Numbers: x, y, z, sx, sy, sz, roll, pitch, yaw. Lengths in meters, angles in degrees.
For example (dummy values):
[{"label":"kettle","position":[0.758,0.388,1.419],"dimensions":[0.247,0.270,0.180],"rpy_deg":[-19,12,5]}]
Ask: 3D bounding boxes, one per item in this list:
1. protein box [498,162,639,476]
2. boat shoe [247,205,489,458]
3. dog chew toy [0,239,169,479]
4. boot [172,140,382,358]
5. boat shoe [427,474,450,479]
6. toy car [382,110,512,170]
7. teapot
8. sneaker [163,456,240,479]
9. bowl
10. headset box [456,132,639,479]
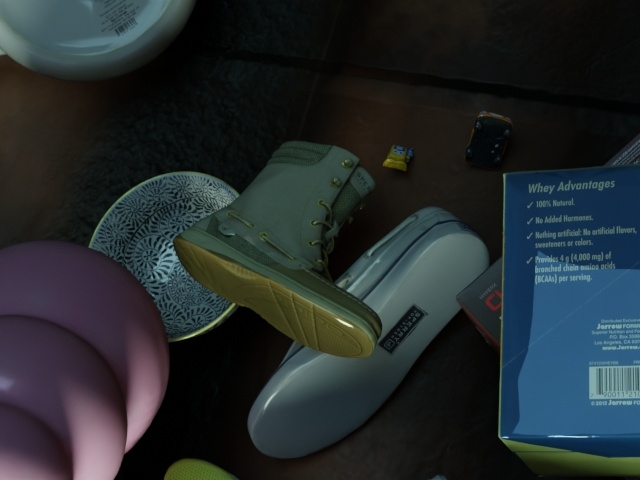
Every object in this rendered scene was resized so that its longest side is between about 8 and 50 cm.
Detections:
[{"label":"protein box","position":[0.241,0.060,1.055],"dimensions":[0.200,0.136,0.201],"rpy_deg":[-3,68,18]},{"label":"boat shoe","position":[0.031,0.076,1.276],"dimensions":[0.267,0.096,0.088],"rpy_deg":[-50,32,6]},{"label":"dog chew toy","position":[-0.236,0.136,1.143],"dimensions":[0.207,0.206,0.332],"rpy_deg":[-16,23,12]},{"label":"boot","position":[0.000,0.000,1.238],"dimensions":[0.213,0.077,0.165],"rpy_deg":[27,58,32]},{"label":"boat shoe","position":[0.173,0.325,1.118],"dimensions":[0.119,0.121,0.335],"rpy_deg":[-52,51,1]},{"label":"toy car","position":[0.119,-0.099,1.339],"dimensions":[0.122,0.060,0.040],"rpy_deg":[2,37,12]},{"label":"teapot","position":[-0.234,-0.278,1.469],"dimensions":[0.256,0.187,0.252],"rpy_deg":[12,91,-4]},{"label":"sneaker","position":[-0.079,0.266,1.226],"dimensions":[0.081,0.094,0.208],"rpy_deg":[-36,61,2]},{"label":"bowl","position":[-0.126,0.028,1.351],"dimensions":[0.170,0.080,0.170],"rpy_deg":[-7,66,16]},{"label":"headset box","position":[0.272,0.069,1.182],"dimensions":[0.218,0.110,0.293],"rpy_deg":[-41,62,0]}]
